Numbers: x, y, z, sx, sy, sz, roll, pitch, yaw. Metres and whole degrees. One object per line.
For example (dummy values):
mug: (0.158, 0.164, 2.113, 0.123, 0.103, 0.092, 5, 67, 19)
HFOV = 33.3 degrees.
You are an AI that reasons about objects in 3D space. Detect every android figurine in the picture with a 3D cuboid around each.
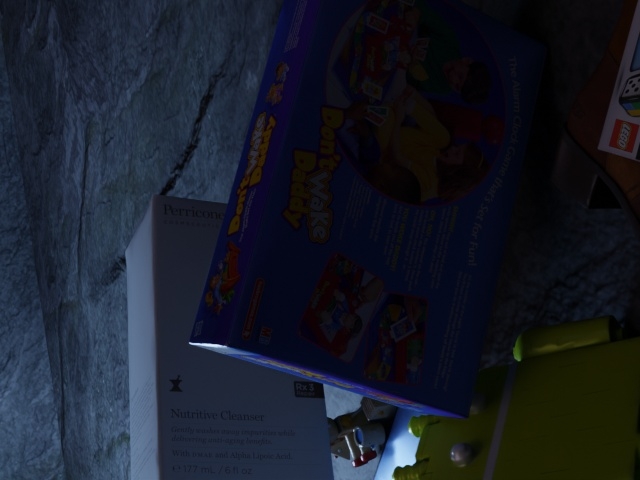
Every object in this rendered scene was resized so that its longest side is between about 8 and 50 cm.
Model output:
android figurine: (0.187, 0.159, 0.883, 0.273, 0.248, 0.056, -14, 119, 31)

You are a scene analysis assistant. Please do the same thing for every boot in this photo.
boot: (0.304, -0.121, 0.770, 0.264, 0.096, 0.280, 49, 131, 51)

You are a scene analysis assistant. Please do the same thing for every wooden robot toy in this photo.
wooden robot toy: (0.026, 0.242, 1.336, 0.173, 0.079, 0.076, -51, 49, 54)

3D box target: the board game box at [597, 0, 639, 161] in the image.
board game box: (0.302, -0.178, 0.667, 0.193, 0.053, 0.305, 25, 109, 45)

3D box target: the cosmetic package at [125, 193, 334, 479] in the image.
cosmetic package: (-0.123, 0.148, 1.338, 0.156, 0.217, 0.385, 127, 141, -53)

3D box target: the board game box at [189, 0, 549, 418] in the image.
board game box: (0.051, -0.046, 0.912, 0.078, 0.233, 0.347, -9, 64, 61)

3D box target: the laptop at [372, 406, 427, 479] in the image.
laptop: (0.090, 0.407, 1.147, 0.236, 0.408, 0.382, 24, 128, 15)
